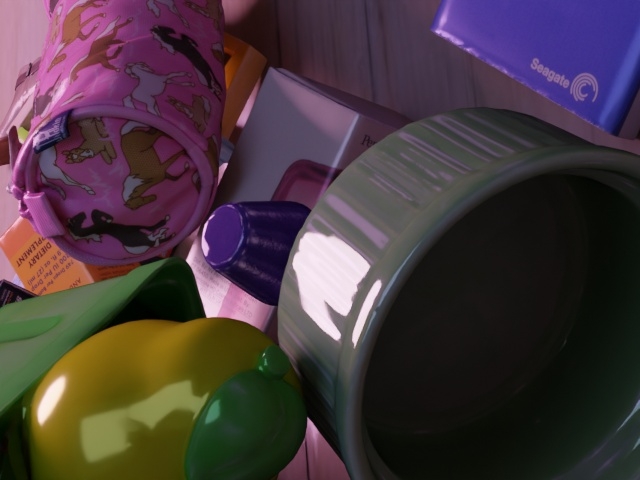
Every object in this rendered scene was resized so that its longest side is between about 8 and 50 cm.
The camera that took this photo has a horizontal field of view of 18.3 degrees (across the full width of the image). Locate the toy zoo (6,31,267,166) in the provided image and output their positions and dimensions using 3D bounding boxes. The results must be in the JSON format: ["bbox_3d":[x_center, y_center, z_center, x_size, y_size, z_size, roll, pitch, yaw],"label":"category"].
[{"bbox_3d":[-0.166,-0.128,1.880,0.293,0.030,0.192,30,85,47],"label":"toy zoo"}]

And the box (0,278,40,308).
[{"bbox_3d":[-0.336,0.153,1.784,0.175,0.051,0.220,-21,44,57],"label":"box"}]

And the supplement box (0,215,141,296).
[{"bbox_3d":[-0.192,0.068,1.793,0.078,0.080,0.233,-44,72,28],"label":"supplement box"}]

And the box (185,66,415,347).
[{"bbox_3d":[0.000,0.000,1.610,0.127,0.148,0.232,33,102,47],"label":"box"}]

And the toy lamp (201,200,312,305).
[{"bbox_3d":[0.027,0.026,1.479,0.080,0.274,0.080,-17,66,43],"label":"toy lamp"}]

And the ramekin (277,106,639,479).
[{"bbox_3d":[0.118,0.056,1.367,0.148,0.303,0.303,40,107,54],"label":"ramekin"}]

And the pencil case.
[{"bbox_3d":[-0.168,-0.149,1.703,0.160,0.167,0.386,-57,20,33],"label":"pencil case"}]

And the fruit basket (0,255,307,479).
[{"bbox_3d":[-0.148,0.178,1.403,0.392,0.392,0.283,18,130,48],"label":"fruit basket"}]

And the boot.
[{"bbox_3d":[-0.308,-0.136,2.064,0.118,0.042,0.087,-27,53,37],"label":"boot"}]

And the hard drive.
[{"bbox_3d":[0.221,-0.264,1.507,0.210,0.040,0.319,36,110,41],"label":"hard drive"}]

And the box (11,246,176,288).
[{"bbox_3d":[-0.239,0.064,1.918,0.159,0.044,0.233,36,104,46],"label":"box"}]
